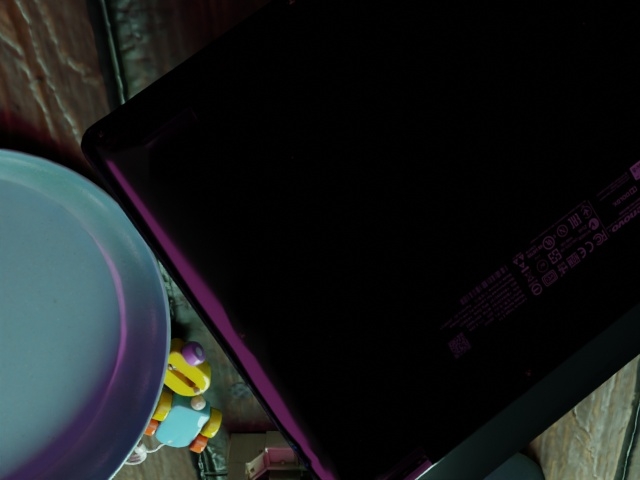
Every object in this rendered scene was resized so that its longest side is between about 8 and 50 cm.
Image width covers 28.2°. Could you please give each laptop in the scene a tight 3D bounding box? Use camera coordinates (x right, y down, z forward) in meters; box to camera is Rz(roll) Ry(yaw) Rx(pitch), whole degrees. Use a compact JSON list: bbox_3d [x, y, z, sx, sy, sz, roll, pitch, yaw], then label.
[{"bbox_3d":[0.104,-0.010,0.820,0.382,0.236,0.408,-37,105,-11],"label":"laptop"}]

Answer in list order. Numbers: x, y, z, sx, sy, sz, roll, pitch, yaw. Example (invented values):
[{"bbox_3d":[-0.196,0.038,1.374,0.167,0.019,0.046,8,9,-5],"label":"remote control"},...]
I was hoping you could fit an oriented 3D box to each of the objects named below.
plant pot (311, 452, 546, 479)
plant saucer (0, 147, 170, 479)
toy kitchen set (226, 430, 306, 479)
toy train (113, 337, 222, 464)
[{"bbox_3d":[0.094,0.342,1.151,0.290,0.195,0.290,-10,143,-7],"label":"plant pot"},{"bbox_3d":[-0.263,0.083,0.918,0.317,0.043,0.318,-10,110,-28],"label":"plant saucer"},{"bbox_3d":[-0.039,0.222,1.149,0.083,0.075,0.068,0,137,4],"label":"toy kitchen set"},{"bbox_3d":[-0.148,0.116,1.063,0.125,0.046,0.166,-7,132,8],"label":"toy train"}]
